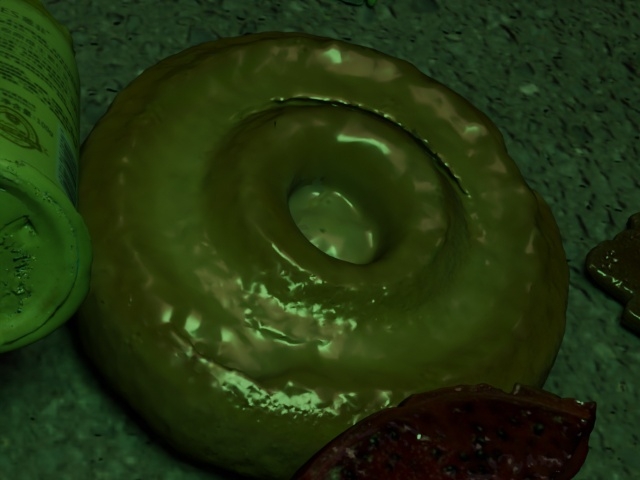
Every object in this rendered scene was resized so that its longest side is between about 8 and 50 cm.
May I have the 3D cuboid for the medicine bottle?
[{"bbox_3d":[-0.182,-0.047,0.915,0.124,0.124,0.239,6,27,-12],"label":"medicine bottle"}]

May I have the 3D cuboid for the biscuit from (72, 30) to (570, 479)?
[{"bbox_3d":[0.000,0.000,0.990,0.296,0.102,0.296,9,51,-11],"label":"biscuit"}]

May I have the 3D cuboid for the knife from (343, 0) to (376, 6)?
[{"bbox_3d":[-0.062,-0.202,1.169,0.212,0.015,0.054,14,52,-6],"label":"knife"}]

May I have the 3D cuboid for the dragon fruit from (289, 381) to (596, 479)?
[{"bbox_3d":[0.054,0.138,0.883,0.127,0.120,0.161,33,57,8],"label":"dragon fruit"}]

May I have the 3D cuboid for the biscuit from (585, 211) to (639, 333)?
[{"bbox_3d":[0.223,0.037,1.076,0.119,0.019,0.130,-8,57,-22],"label":"biscuit"}]
